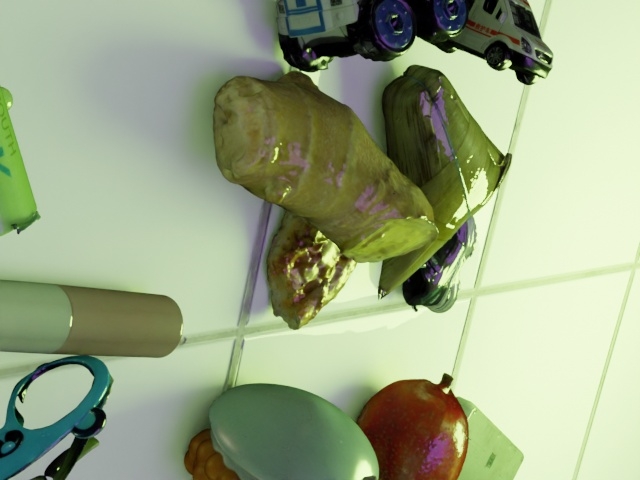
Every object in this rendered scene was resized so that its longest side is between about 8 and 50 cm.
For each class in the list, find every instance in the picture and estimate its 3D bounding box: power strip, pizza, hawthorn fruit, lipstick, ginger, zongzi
[{"bbox_3d":[0.245,0.342,2.102,0.118,0.046,0.270,-60,141,-12],"label":"power strip"},{"bbox_3d":[0.000,0.000,1.612,0.182,0.062,0.161,-44,132,-24],"label":"pizza"},{"bbox_3d":[0.128,0.266,1.835,0.169,0.169,0.188,23,87,-53],"label":"hawthorn fruit"},{"bbox_3d":[-0.250,0.081,1.343,0.254,0.070,0.070,9,102,-52],"label":"lipstick"},{"bbox_3d":[0.009,-0.075,1.496,0.354,0.126,0.190,41,37,-35],"label":"ginger"},{"bbox_3d":[0.106,-0.072,1.679,0.256,0.115,0.228,-48,134,-4],"label":"zongzi"}]

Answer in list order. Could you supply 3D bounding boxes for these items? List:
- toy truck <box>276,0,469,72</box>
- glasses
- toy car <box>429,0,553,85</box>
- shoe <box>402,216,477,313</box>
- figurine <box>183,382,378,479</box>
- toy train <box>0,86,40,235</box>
[{"bbox_3d":[0.050,-0.288,1.462,0.213,0.161,0.177,-25,107,-41],"label":"toy truck"},{"bbox_3d":[-0.309,0.214,1.335,0.239,0.102,0.207,-33,168,-16],"label":"glasses"},{"bbox_3d":[0.196,-0.264,1.581,0.089,0.209,0.108,17,101,-51],"label":"toy car"},{"bbox_3d":[0.146,0.021,1.797,0.099,0.071,0.169,-4,113,-43],"label":"shoe"},{"bbox_3d":[-0.055,0.324,1.662,0.205,0.224,0.382,-57,167,-40],"label":"figurine"},{"bbox_3d":[-0.321,-0.095,1.126,0.157,0.105,0.253,-35,123,-44],"label":"toy train"}]
